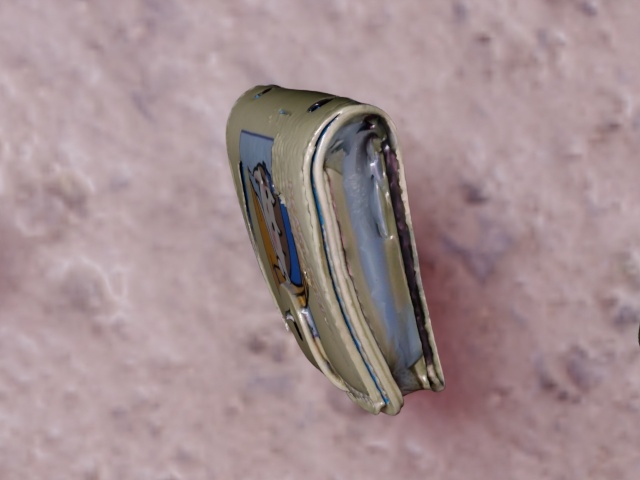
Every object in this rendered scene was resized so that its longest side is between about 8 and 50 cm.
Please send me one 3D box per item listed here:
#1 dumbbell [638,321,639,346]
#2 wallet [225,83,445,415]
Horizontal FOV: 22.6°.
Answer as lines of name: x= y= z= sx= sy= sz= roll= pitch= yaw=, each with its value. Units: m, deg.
dumbbell: x=0.191 y=0.046 z=0.662 sx=0.118 sy=0.052 sz=0.046 roll=19 pitch=93 yaw=-6
wallet: x=0.000 y=0.000 z=0.588 sx=0.039 sy=0.155 sz=0.110 roll=-16 pitch=100 yaw=-10
